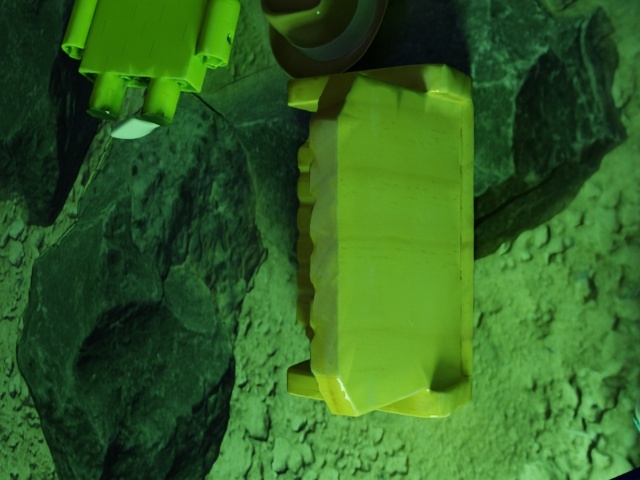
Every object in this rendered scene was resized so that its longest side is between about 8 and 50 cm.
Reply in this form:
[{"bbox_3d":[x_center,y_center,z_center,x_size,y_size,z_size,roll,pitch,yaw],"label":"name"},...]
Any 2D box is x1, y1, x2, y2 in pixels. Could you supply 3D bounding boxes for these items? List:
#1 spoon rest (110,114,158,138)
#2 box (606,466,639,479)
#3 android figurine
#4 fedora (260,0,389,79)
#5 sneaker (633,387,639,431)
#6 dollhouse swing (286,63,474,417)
[{"bbox_3d":[-0.246,-0.265,1.475,0.137,0.084,0.276,-23,62,40],"label":"spoon rest"},{"bbox_3d":[0.308,0.257,0.912,0.137,0.126,0.072,16,103,42],"label":"box"},{"bbox_3d":[-0.216,-0.285,1.383,0.248,0.056,0.273,10,79,24],"label":"android figurine"},{"bbox_3d":[-0.009,-0.275,1.213,0.194,0.079,0.194,-16,66,39],"label":"fedora"},{"bbox_3d":[0.343,0.080,0.843,0.228,0.092,0.087,-38,57,8],"label":"sneaker"},{"bbox_3d":[0.000,0.000,1.079,0.315,0.305,0.347,2,93,43],"label":"dollhouse swing"}]
